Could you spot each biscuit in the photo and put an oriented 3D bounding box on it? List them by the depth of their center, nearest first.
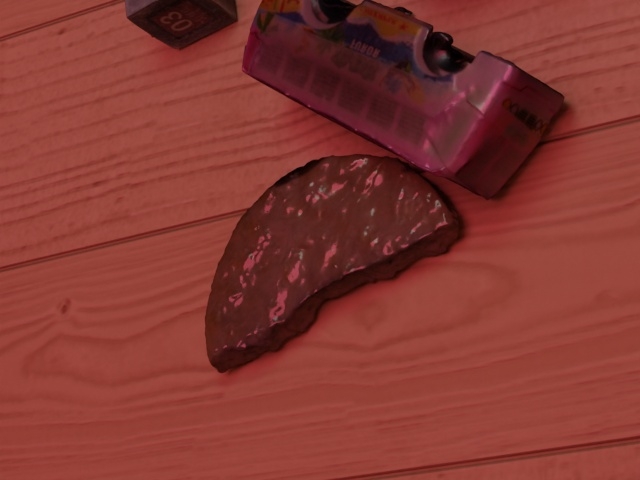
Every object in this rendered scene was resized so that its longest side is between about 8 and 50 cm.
[{"bbox_3d":[-0.004,-0.001,1.614,0.250,0.032,0.133,-32,56,24],"label":"biscuit"}]

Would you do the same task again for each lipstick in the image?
[{"bbox_3d":[-0.146,-0.359,1.843,0.076,0.080,0.371,-23,58,28],"label":"lipstick"}]

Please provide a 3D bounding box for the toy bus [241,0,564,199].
[{"bbox_3d":[0.060,-0.132,1.584,0.274,0.090,0.112,30,95,41],"label":"toy bus"}]
